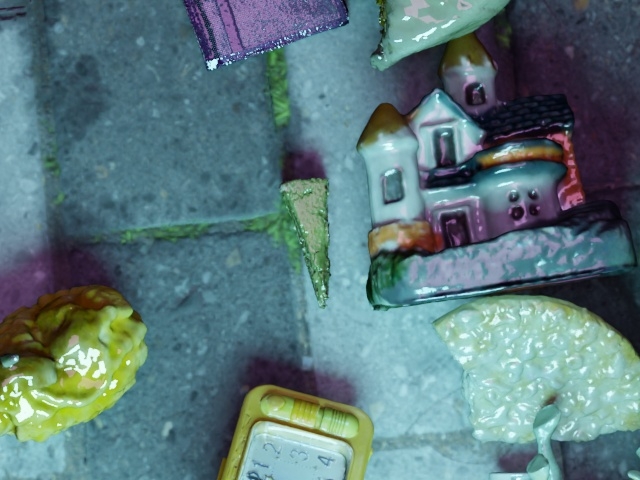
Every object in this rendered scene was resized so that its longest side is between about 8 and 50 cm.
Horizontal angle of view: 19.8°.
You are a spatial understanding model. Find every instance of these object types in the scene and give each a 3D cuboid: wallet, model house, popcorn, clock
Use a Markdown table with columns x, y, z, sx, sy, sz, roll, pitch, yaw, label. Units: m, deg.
| x | y | z | sx | sy | sz | roll | pitch | yaw | label |
| --- | --- | --- | --- | --- | --- | --- | --- | --- | --- |
| -0.061 | -0.257 | 1.955 | 0.166 | 0.030 | 0.111 | -20 | 83 | -6 | wallet |
| 0.162 | -0.083 | 1.864 | 0.271 | 0.190 | 0.300 | -9 | 80 | 2 | model house |
| -0.274 | 0.131 | 1.846 | 0.194 | 0.163 | 0.140 | -36 | 106 | -37 | popcorn |
| -0.032 | 0.251 | 1.815 | 0.143 | 0.096 | 0.202 | 17 | 47 | -2 | clock |

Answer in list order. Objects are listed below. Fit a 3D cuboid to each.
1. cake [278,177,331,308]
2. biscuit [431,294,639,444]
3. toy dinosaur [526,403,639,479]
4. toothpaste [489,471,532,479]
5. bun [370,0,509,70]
| x | y | z | sx | sy | sz | roll | pitch | yaw | label |
| --- | --- | --- | --- | --- | --- | --- | --- | --- | --- |
| 0.000 | 0.000 | 1.915 | 0.055 | 0.051 | 0.140 | -17 | 86 | -6 | cake |
| 0.222 | 0.138 | 1.868 | 0.265 | 0.040 | 0.188 | 31 | 120 | -23 | biscuit |
| 0.235 | 0.287 | 1.814 | 0.393 | 0.092 | 0.205 | -29 | 104 | -28 | toy dinosaur |
| 0.206 | 0.399 | 1.868 | 0.100 | 0.066 | 0.323 | 4 | 82 | -35 | toothpaste |
| 0.092 | -0.328 | 1.884 | 0.282 | 0.205 | 0.281 | 1 | 95 | 9 | bun |
